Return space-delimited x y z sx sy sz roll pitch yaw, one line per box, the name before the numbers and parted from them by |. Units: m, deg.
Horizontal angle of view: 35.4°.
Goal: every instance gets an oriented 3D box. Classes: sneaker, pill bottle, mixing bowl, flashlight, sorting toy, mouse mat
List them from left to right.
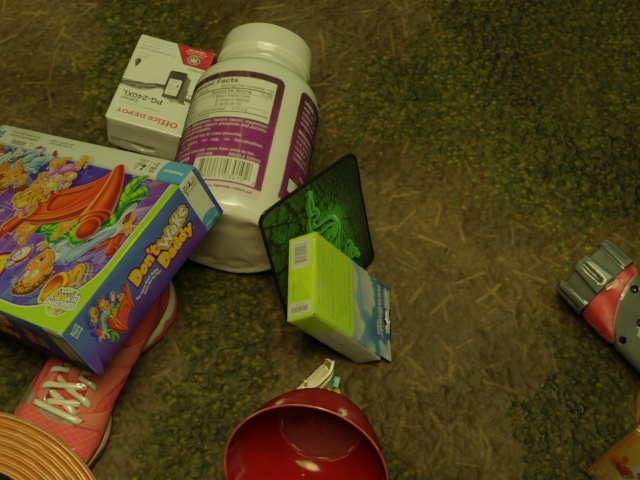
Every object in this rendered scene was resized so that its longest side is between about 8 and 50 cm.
sneaker | -0.269 0.135 1.137 0.116 0.136 0.314 22 62 6
pill bottle | -0.093 -0.125 1.283 0.169 0.169 0.302 11 61 -1
mixing bowl | -0.007 0.232 1.115 0.181 0.181 0.098 19 27 3
sorting toy | -0.004 0.173 1.184 0.045 0.075 0.083 41 65 15
mouse mat | 0.000 0.000 1.222 0.152 0.190 0.007 -36 48 -23
flashlight | 0.435 0.135 1.246 0.103 0.103 0.304 -36 70 -26

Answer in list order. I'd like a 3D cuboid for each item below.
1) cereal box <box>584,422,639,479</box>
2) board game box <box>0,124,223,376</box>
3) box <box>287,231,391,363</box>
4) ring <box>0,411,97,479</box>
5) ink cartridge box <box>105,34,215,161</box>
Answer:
cereal box | 0.417 0.312 1.106 0.047 0.173 0.240 -34 70 -23
board game box | -0.314 -0.004 1.145 0.347 0.078 0.233 14 57 36
box | 0.025 0.075 1.210 0.042 0.178 0.109 -16 58 28
ring | -0.374 0.344 1.033 0.336 0.032 0.337 0 76 1
ink cartridge box | -0.216 -0.193 1.364 0.109 0.063 0.150 15 60 1
